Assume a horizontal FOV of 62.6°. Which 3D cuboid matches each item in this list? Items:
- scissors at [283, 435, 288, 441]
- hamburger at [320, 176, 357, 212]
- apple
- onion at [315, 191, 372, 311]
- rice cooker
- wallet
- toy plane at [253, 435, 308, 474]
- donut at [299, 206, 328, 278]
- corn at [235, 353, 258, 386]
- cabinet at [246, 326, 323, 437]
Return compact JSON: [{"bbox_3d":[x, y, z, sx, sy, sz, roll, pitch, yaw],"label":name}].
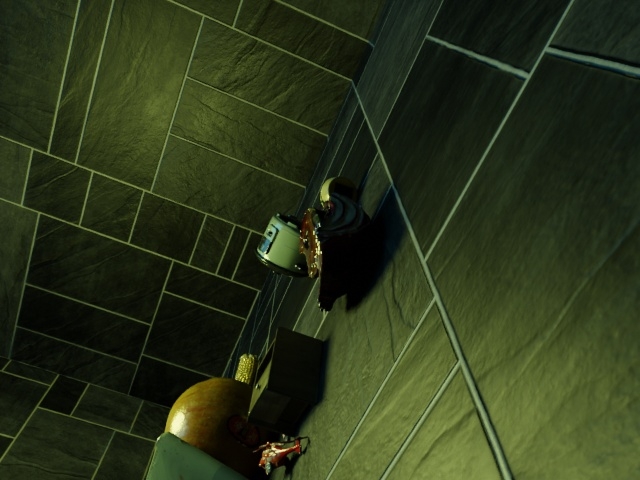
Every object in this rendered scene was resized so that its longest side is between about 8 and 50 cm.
[{"bbox_3d":[-0.098,0.547,1.508,0.113,0.012,0.039,-119,51,-77],"label":"scissors"},{"bbox_3d":[0.059,-0.144,1.764,0.081,0.126,0.141,156,111,-62],"label":"hamburger"},{"bbox_3d":[-0.341,0.640,1.701,0.400,0.333,0.400,-156,90,-82],"label":"apple"},{"bbox_3d":[0.062,0.035,1.385,0.314,0.146,0.280,-85,-6,-57],"label":"onion"},{"bbox_3d":[-0.128,0.030,2.085,0.280,0.241,0.227,36,104,42],"label":"rice cooker"},{"bbox_3d":[-0.335,0.720,1.465,0.083,0.360,0.252,-7,-62,-70],"label":"wallet"},{"bbox_3d":[-0.093,0.545,1.349,0.194,0.126,0.077,-27,67,24],"label":"toy plane"},{"bbox_3d":[0.000,0.001,1.714,0.230,0.096,0.216,-125,40,-62],"label":"donut"},{"bbox_3d":[-0.365,0.666,2.498,0.091,0.091,0.260,20,92,64],"label":"corn"},{"bbox_3d":[-0.100,0.387,1.450,0.215,0.148,0.175,-83,17,-51],"label":"cabinet"}]
